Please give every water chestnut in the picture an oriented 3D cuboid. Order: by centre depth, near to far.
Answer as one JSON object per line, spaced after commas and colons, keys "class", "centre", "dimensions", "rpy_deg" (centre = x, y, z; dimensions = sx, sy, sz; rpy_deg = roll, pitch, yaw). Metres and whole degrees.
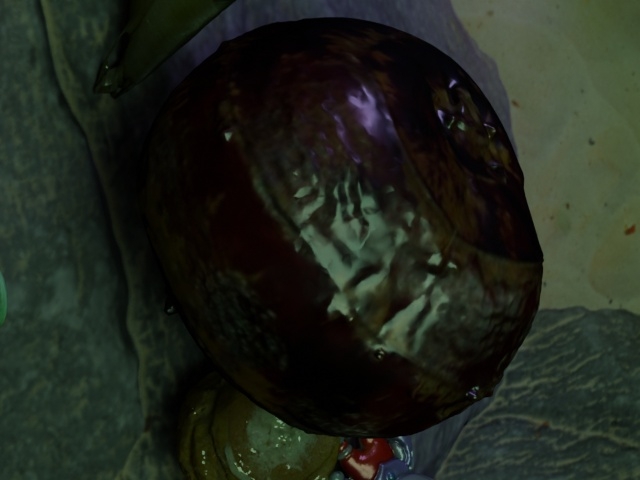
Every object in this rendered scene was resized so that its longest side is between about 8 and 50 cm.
{"class": "water chestnut", "centre": [0.000, 0.000, 1.273], "dimensions": [0.350, 0.302, 0.350], "rpy_deg": [40, 34, -35]}

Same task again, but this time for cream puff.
{"class": "cream puff", "centre": [-0.057, 0.161, 1.366], "dimensions": [0.144, 0.103, 0.126], "rpy_deg": [-20, 89, -40]}

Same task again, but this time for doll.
{"class": "doll", "centre": [0.080, 0.247, 1.497], "dimensions": [0.102, 0.075, 0.227], "rpy_deg": [-43, 109, -28]}

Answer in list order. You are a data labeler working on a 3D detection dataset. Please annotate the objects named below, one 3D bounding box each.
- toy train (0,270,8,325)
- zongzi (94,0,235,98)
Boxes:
{"class": "toy train", "centre": [-0.349, 0.025, 1.120], "dimensions": [0.271, 0.159, 0.188], "rpy_deg": [-10, 100, -30]}
{"class": "zongzi", "centre": [-0.123, -0.290, 1.244], "dimensions": [0.289, 0.123, 0.260], "rpy_deg": [-34, 92, 22]}
